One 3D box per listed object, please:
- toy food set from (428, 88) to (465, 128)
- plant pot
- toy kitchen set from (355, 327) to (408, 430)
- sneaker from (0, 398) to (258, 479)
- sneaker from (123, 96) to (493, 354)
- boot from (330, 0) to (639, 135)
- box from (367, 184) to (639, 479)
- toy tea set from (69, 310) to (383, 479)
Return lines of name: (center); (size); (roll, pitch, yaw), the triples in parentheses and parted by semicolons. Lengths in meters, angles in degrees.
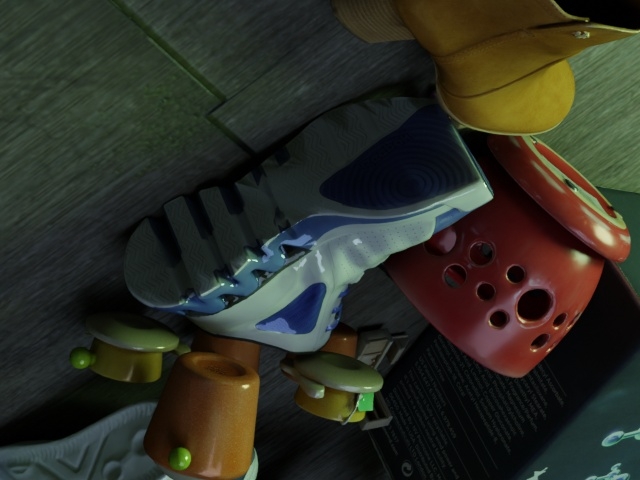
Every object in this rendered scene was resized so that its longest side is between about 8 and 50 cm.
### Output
toy food set: (0.135, -0.134, 1.271); (0.078, 0.019, 0.122); (5, 134, -38)
plant pot: (0.177, 0.003, 1.338); (0.174, 0.191, 0.191); (-48, 141, 14)
toy kitchen set: (0.072, 0.145, 1.539); (0.068, 0.075, 0.083); (-8, 145, -28)
sneaker: (-0.218, 0.265, 1.458); (0.323, 0.130, 0.236); (-24, 156, 12)
sneaker: (-0.001, 0.001, 1.281); (0.316, 0.127, 0.182); (-23, 149, 6)
boot: (0.171, -0.154, 1.110); (0.295, 0.104, 0.211); (20, 167, -41)
box: (0.289, 0.152, 1.575); (0.294, 0.212, 0.395); (6, 133, -38)
toy tea set: (-0.066, 0.153, 1.344); (0.336, 0.200, 0.124); (4, 106, -42)
